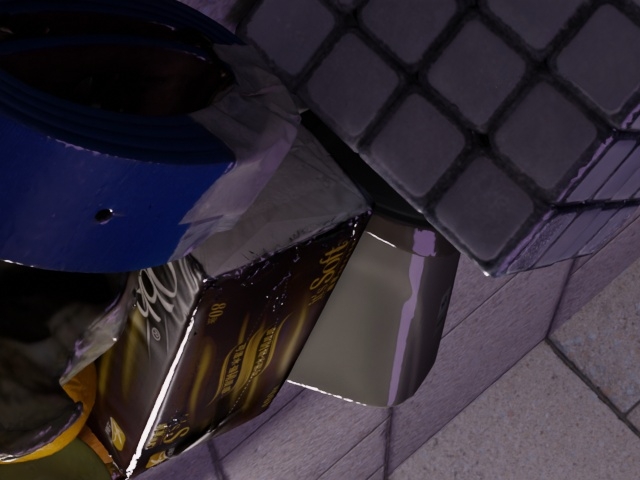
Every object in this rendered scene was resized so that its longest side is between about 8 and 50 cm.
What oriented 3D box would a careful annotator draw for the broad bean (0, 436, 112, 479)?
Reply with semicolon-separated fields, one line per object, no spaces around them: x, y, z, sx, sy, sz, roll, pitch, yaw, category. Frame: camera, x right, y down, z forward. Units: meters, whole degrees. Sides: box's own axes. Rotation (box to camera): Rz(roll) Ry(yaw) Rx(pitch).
-0.347;0.317;1.776;0.238;0.119;0.291;0;131;-25;broad bean

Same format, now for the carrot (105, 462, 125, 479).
-0.278;0.286;2.030;0.260;0.070;0.070;-31;159;-28;carrot

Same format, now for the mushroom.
-0.282;0.102;1.247;0.344;0.247;0.130;-52;153;-8;mushroom

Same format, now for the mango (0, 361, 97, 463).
-0.307;0.122;1.474;0.177;0.119;0.317;-30;152;6;mango

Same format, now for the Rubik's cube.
0.197;-0.201;1.456;0.343;0.344;0.337;-51;163;19;Rubik's cube

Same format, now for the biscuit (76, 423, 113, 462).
-0.206;0.159;1.897;0.269;0.051;0.376;-42;161;6;biscuit

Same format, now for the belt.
-0.164;-0.088;1.136;0.347;0.212;0.117;-8;140;-56;belt

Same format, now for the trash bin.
0.044;0.021;1.689;0.220;0.219;0.250;-45;147;-56;trash bin

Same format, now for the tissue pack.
-0.121;0.038;1.553;0.210;0.198;0.370;-21;153;-32;tissue pack
